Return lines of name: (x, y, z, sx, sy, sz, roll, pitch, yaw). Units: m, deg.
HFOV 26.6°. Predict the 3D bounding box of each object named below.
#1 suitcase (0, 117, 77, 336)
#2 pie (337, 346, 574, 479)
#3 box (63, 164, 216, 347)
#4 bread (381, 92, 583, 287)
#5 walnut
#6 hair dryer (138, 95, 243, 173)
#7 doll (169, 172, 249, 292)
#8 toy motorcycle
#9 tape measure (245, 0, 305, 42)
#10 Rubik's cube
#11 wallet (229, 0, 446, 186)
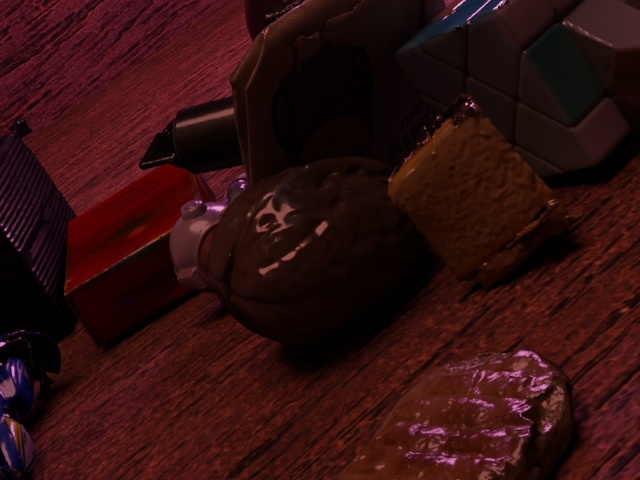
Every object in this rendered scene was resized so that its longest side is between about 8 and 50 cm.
suitcase: (-0.430, -0.002, 1.849, 0.152, 0.229, 0.335, -30, 19, 8)
pie: (0.097, 0.147, 0.959, 0.195, 0.046, 0.195, -30, 18, 11)
box: (-0.223, 0.004, 1.732, 0.197, 0.089, 0.313, -30, 19, 1)
bread: (0.147, -0.050, 1.224, 0.127, 0.147, 0.152, -39, 10, 20)
walnut: (0.001, 0.002, 1.291, 0.230, 0.178, 0.178, -28, 16, -23)
hair dryer: (-0.086, -0.169, 1.529, 0.196, 0.078, 0.248, -10, 35, 22)
doll: (-0.060, -0.047, 1.534, 0.287, 0.151, 0.151, -43, 22, -20)
toy motorcycle: (-0.368, 0.184, 1.499, 0.169, 0.113, 0.315, -23, 29, 0)
tape measure: (0.012, -0.348, 2.021, 0.245, 0.231, 0.149, -30, 19, 19)
Rubik's cube: (0.230, -0.195, 1.325, 0.213, 0.224, 0.265, -42, 15, -26)
wallet: (0.040, -0.148, 1.394, 0.335, 0.275, 0.068, -39, 42, -24)
